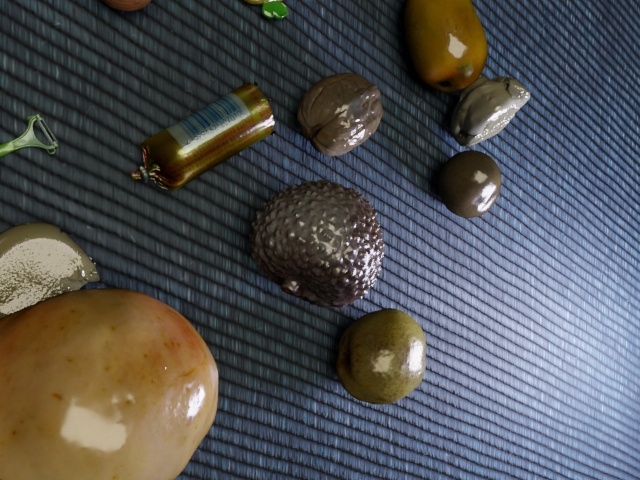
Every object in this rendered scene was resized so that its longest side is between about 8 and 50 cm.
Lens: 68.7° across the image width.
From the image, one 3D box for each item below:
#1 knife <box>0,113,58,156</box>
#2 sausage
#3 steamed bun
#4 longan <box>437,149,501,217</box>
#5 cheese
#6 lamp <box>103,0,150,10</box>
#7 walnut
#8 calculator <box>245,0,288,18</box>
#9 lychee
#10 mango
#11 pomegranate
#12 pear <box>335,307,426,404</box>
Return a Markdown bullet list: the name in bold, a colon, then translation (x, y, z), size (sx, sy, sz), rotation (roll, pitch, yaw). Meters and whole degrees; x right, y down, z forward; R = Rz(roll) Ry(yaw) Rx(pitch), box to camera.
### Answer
- **knife**: translation (-0.578, -0.168, 0.862), size (0.166, 0.023, 0.078), rotation (-32, 98, -23)
- **sausage**: translation (-0.246, -0.202, 0.975), size (0.317, 0.117, 0.125), rotation (-36, 130, -18)
- **steamed bun**: translation (0.440, -0.365, 1.261), size (0.218, 0.211, 0.144), rotation (-29, 78, -21)
- **longan**: translation (0.399, -0.151, 1.260), size (0.167, 0.167, 0.187), rotation (-24, 114, -23)
- **cheese**: translation (-0.532, 0.067, 0.854), size (0.202, 0.091, 0.175), rotation (-46, 109, -16)
- **lamp**: translation (-0.378, -0.511, 0.891), size (0.136, 0.136, 0.136), rotation (-1, 91, -26)
- **walnut**: translation (0.052, -0.301, 1.090), size (0.230, 0.178, 0.178), rotation (-37, 106, -26)
- **calculator**: translation (-0.139, -0.616, 1.060), size (0.146, 0.032, 0.234), rotation (-23, 99, -23)
- **lychee**: translation (-0.001, -0.001, 1.003), size (0.300, 0.300, 0.299), rotation (-1, 91, -26)
- **mango**: translation (0.319, -0.542, 1.208), size (0.211, 0.173, 0.317), rotation (-12, 89, -25)
- **pomegranate**: translation (-0.371, 0.277, 0.775), size (0.412, 0.411, 0.411), rotation (-1, 91, -26)
- **pear**: translation (0.140, 0.277, 1.124), size (0.211, 0.188, 0.228), rotation (3, 90, -38)
